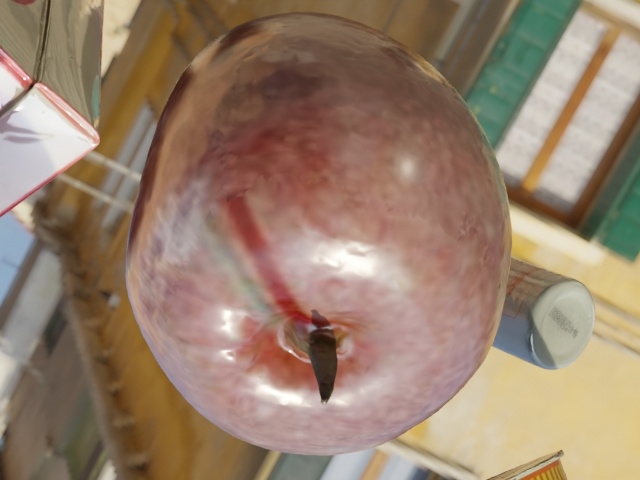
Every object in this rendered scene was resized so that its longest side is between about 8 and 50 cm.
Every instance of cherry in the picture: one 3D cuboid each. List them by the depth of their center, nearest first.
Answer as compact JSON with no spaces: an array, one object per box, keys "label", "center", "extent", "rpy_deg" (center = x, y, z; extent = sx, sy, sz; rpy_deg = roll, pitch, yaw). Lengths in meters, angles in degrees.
[{"label":"cherry","center":[0.000,0.000,0.843],"extent":[0.213,0.236,0.285],"rpy_deg":[17,-149,-18]}]

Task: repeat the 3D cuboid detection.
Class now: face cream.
[{"label":"face cream","center":[0.179,0.059,1.684],"extent":[0.101,0.101,0.252],"rpy_deg":[18,-177,-39]}]

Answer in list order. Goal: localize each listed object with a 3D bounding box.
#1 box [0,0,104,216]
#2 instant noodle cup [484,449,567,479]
[{"label":"box","center":[-0.402,-0.173,1.370],"extent":[0.300,0.314,0.312],"rpy_deg":[46,-161,-31]},{"label":"instant noodle cup","center":[0.185,0.327,1.423],"extent":[0.212,0.193,0.193],"rpy_deg":[66,-159,9]}]
